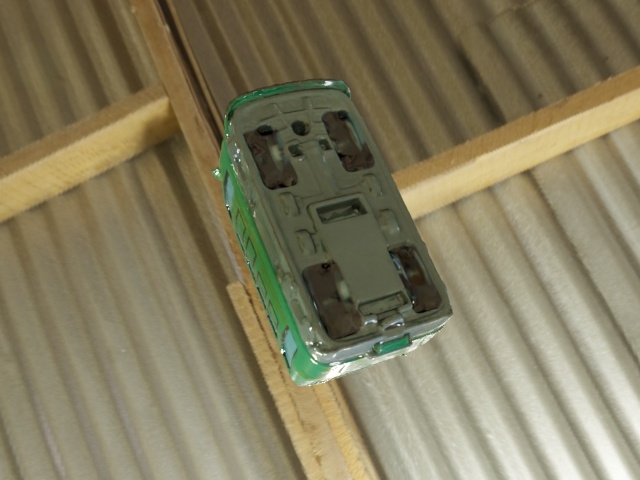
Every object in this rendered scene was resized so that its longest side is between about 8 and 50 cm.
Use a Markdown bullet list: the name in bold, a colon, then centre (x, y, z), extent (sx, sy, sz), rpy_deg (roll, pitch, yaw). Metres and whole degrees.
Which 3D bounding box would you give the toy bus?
- **toy bus**: centre (0.000, 0.000, 0.998), extent (0.183, 0.199, 0.344), rpy_deg (-13, -112, -22)
